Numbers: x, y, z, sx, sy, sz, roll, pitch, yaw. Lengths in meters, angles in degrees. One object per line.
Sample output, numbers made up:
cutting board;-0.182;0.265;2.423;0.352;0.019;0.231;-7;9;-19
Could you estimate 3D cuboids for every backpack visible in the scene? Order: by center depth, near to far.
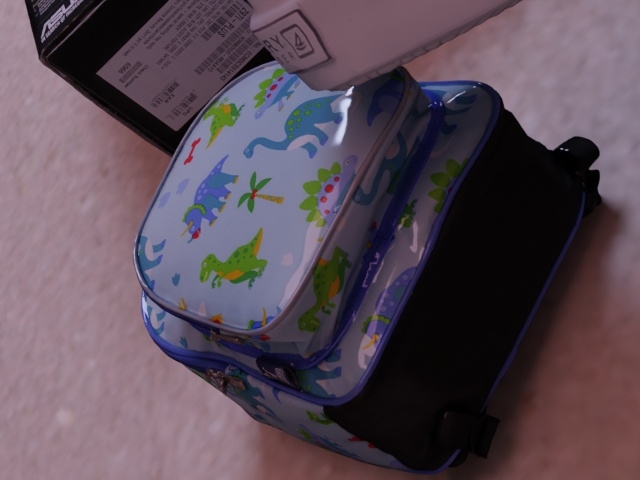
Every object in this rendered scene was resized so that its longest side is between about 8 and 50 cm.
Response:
backpack;0.000;0.000;0.416;0.114;0.084;0.105;6;64;52

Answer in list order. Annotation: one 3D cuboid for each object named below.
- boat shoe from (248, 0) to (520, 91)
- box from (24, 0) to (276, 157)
boat shoe;0.102;-0.146;0.339;0.302;0.094;0.109;-32;14;-3
box;-0.027;-0.143;0.551;0.180;0.077;0.147;-42;40;15
